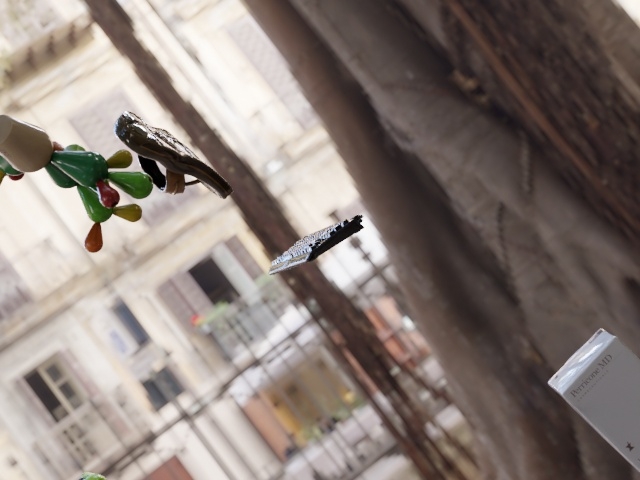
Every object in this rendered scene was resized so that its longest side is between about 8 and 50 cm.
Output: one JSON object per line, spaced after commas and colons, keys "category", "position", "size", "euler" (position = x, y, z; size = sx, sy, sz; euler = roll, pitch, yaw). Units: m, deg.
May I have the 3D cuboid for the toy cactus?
{"category": "toy cactus", "position": [-0.288, -0.073, 1.422], "size": [0.112, 0.219, 0.180], "euler": [-64, -32, -7]}

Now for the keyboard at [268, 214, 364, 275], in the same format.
{"category": "keyboard", "position": [0.000, 0.000, 1.627], "size": [0.108, 0.023, 0.180], "euler": [-32, 4, -18]}

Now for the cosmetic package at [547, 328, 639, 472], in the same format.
{"category": "cosmetic package", "position": [0.450, 0.248, 1.939], "size": [0.117, 0.231, 0.085], "euler": [-47, 8, 1]}

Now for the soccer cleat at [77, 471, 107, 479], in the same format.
{"category": "soccer cleat", "position": [-0.378, 0.408, 1.966], "size": [0.179, 0.060, 0.072], "euler": [-45, 27, -24]}

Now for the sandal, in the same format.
{"category": "sandal", "position": [-0.175, -0.084, 1.547], "size": [0.060, 0.090, 0.219], "euler": [-51, -22, 6]}
